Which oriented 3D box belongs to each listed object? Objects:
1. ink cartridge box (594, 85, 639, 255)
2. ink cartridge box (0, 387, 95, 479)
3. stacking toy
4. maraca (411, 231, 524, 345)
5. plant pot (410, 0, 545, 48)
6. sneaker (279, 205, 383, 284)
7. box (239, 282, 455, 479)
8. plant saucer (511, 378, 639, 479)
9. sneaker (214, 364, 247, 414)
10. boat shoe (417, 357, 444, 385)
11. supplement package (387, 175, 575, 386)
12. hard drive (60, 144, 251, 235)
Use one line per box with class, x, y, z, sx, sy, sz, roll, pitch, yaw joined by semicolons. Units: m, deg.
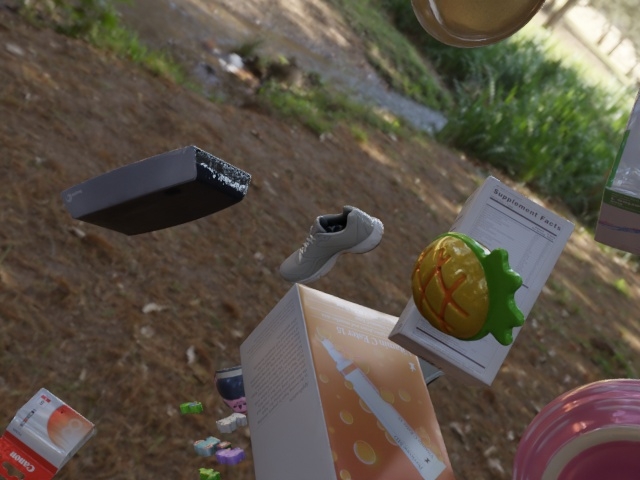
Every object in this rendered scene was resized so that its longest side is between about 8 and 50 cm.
ink cartridge box;0.560;-0.111;1.351;0.117;0.201;0.278;19;-12;20
ink cartridge box;-0.574;0.407;1.608;0.145;0.045;0.179;32;49;12
stacking toy;-0.199;0.406;1.517;0.052;0.221;0.167;-18;101;-37
maraca;0.168;0.055;0.901;0.099;0.127;0.185;-11;10;-24
plant pot;0.249;-0.406;1.206;0.236;0.236;0.032;53;23;24
sneaker;0.000;0.000;1.719;0.121;0.262;0.099;38;31;-39
box;0.032;0.262;1.112;0.215;0.168;0.345;21;36;-31
plant saucer;0.432;0.363;1.100;0.332;0.332;0.084;46;19;9
sneaker;-0.240;0.426;2.219;0.319;0.112;0.131;96;-19;-78
boat shoe;0.173;0.211;1.417;0.114;0.302;0.091;57;-9;-7
supplement package;0.216;0.059;1.078;0.139;0.244;0.134;31;-10;3
hard drive;-0.252;-0.069;1.221;0.172;0.254;0.054;24;55;-59
